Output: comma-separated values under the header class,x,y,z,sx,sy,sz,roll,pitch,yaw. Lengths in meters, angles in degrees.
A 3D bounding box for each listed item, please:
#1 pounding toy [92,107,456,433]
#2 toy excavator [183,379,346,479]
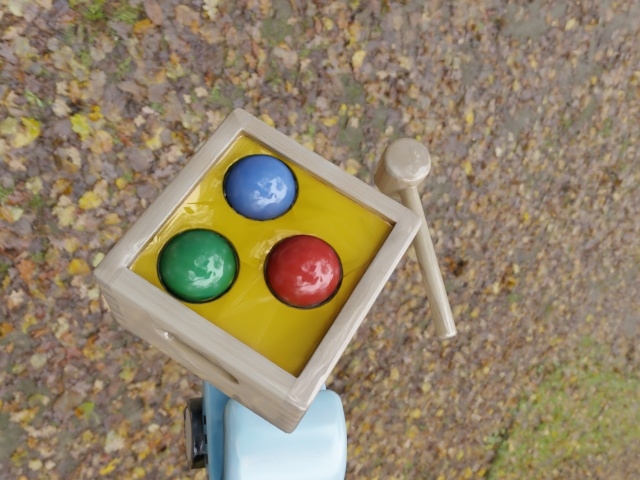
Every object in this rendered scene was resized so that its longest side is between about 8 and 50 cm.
class,x,y,z,sx,sy,sz,roll,pitch,yaw
pounding toy,0.011,0.001,0.384,0.206,0.181,0.094,-55,172,-24
toy excavator,-0.055,0.196,0.887,0.222,0.433,0.445,2,146,-18
